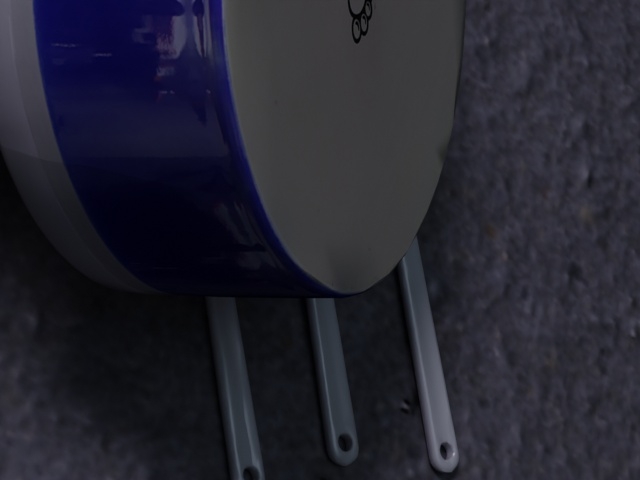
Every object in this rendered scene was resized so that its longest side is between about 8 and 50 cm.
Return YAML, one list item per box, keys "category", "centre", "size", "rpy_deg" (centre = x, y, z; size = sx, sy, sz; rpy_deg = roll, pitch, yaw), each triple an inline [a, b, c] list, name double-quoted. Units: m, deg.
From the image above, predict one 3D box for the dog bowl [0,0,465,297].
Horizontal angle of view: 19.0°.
- category: "dog bowl"
  centre: [-0.030, -0.108, 0.794]
  size: [0.265, 0.104, 0.265]
  rpy_deg: [3, 90, -66]

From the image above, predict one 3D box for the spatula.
- category: "spatula"
  centre: [0.000, 0.000, 0.934]
  size: [0.168, 0.019, 0.242]
  rpy_deg: [0, 74, -38]
